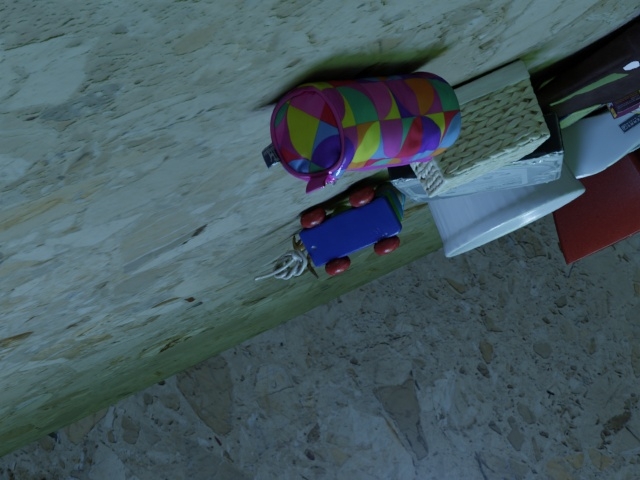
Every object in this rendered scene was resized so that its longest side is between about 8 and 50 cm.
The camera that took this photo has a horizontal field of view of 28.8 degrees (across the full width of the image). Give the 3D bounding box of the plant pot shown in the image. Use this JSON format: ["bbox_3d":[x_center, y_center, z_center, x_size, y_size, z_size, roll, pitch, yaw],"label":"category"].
[{"bbox_3d":[0.616,-0.130,2.553,0.267,0.236,0.267,-19,171,-47],"label":"plant pot"}]

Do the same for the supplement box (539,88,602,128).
[{"bbox_3d":[0.356,-0.201,1.838,0.083,0.056,0.083,-19,171,-35],"label":"supplement box"}]

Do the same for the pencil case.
[{"bbox_3d":[0.047,-0.113,1.244,0.104,0.104,0.236,-31,172,38],"label":"pencil case"}]

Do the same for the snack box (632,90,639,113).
[{"bbox_3d":[0.499,-0.226,1.942,0.100,0.037,0.141,6,177,32],"label":"snack box"}]

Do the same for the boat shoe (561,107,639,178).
[{"bbox_3d":[0.557,-0.207,2.354,0.301,0.108,0.102,-33,171,6],"label":"boat shoe"}]

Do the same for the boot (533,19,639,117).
[{"bbox_3d":[0.377,-0.216,1.657,0.206,0.090,0.248,-27,177,-1],"label":"boot"}]

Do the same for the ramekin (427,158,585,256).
[{"bbox_3d":[0.325,-0.088,2.254,0.277,0.135,0.277,-24,173,-3],"label":"ramekin"}]

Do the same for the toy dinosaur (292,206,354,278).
[{"bbox_3d":[0.000,0.000,2.044,0.112,0.064,0.211,-37,-170,49],"label":"toy dinosaur"}]

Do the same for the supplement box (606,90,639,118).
[{"bbox_3d":[0.430,-0.225,1.811,0.043,0.083,0.055,-26,172,3],"label":"supplement box"}]

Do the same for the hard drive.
[{"bbox_3d":[0.229,-0.111,1.791,0.236,0.064,0.339,-9,176,9],"label":"hard drive"}]

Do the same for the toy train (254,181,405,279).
[{"bbox_3d":[0.017,-0.013,1.955,0.248,0.105,0.143,-23,-169,22],"label":"toy train"}]

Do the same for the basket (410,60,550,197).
[{"bbox_3d":[0.190,-0.135,1.551,0.167,0.103,0.113,-25,174,-11],"label":"basket"}]
